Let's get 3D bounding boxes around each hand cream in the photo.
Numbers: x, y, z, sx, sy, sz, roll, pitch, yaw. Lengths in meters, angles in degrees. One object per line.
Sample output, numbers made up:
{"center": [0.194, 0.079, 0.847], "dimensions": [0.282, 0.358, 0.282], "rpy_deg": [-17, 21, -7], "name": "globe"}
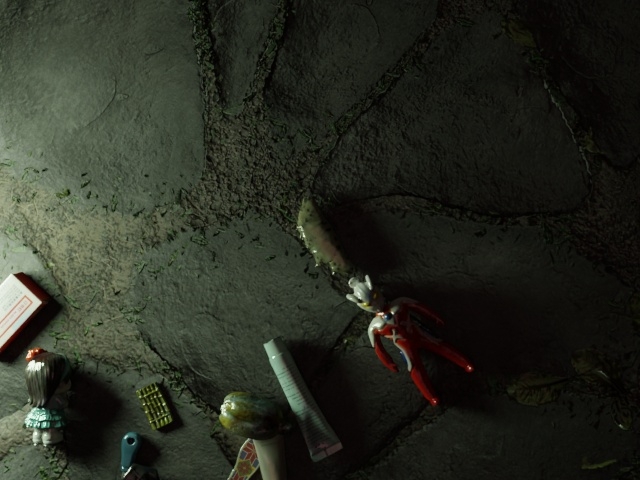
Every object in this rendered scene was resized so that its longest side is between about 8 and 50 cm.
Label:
{"center": [-0.054, 0.405, 1.789], "dimensions": [0.085, 0.058, 0.331], "rpy_deg": [-27, 83, -2], "name": "hand cream"}
{"center": [-0.121, 0.579, 1.779], "dimensions": [0.087, 0.054, 0.186], "rpy_deg": [-8, 77, -10], "name": "hand cream"}

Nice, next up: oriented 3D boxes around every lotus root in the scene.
{"center": [-0.163, 0.453, 1.771], "dimensions": [0.192, 0.088, 0.113], "rpy_deg": [16, 56, 4], "name": "lotus root"}

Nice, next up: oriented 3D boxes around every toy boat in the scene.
{"center": [-0.435, 0.436, 1.828], "dimensions": [0.063, 0.016, 0.115], "rpy_deg": [-27, 83, 0], "name": "toy boat"}

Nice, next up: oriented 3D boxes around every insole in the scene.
{"center": [-0.198, 0.592, 1.802], "dimensions": [0.065, 0.006, 0.193], "rpy_deg": [30, 85, 6], "name": "insole"}

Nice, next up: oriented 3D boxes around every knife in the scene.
{"center": [-0.500, 0.622, 1.807], "dimensions": [0.058, 0.032, 0.244], "rpy_deg": [6, 88, -7], "name": "knife"}

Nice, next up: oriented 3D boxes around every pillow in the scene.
{"center": [-0.001, -0.001, 1.837], "dimensions": [0.093, 0.051, 0.241], "rpy_deg": [-30, 84, -6], "name": "pillow"}

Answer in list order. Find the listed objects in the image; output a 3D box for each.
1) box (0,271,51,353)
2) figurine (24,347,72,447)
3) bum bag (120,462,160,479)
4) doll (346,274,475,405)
{"center": [-0.849, 0.203, 1.862], "dimensions": [0.123, 0.050, 0.229], "rpy_deg": [41, 87, 5], "name": "box"}
{"center": [-0.717, 0.408, 1.806], "dimensions": [0.138, 0.110, 0.245], "rpy_deg": [3, 90, 21], "name": "figurine"}
{"center": [-0.510, 0.717, 1.766], "dimensions": [0.137, 0.074, 0.310], "rpy_deg": [39, 84, -7], "name": "bum bag"}
{"center": [0.214, 0.235, 1.782], "dimensions": [0.384, 0.099, 0.188], "rpy_deg": [44, 88, 4], "name": "doll"}
